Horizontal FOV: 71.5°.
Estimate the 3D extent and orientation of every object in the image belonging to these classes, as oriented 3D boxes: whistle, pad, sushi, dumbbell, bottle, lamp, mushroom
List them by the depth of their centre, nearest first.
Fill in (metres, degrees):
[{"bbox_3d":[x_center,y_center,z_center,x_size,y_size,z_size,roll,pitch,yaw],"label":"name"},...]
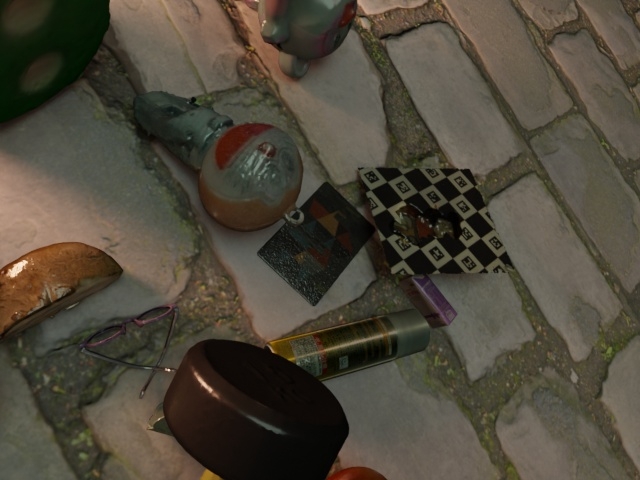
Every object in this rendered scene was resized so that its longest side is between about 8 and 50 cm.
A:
[{"bbox_3d":[-0.124,0.295,0.500,0.203,0.204,0.323,27,91,-14],"label":"dumbbell"},{"bbox_3d":[-0.380,0.065,0.599,0.209,0.072,0.094,-32,79,-28],"label":"mushroom"},{"bbox_3d":[-0.159,-0.145,0.717,0.347,0.189,0.189,39,62,4],"label":"whistle"},{"bbox_3d":[0.050,0.179,0.745,0.286,0.082,0.082,-8,77,-25],"label":"bottle"},{"bbox_3d":[-0.060,-0.475,0.808,0.247,0.301,0.247,23,80,27],"label":"lamp"},{"bbox_3d":[0.000,0.000,0.824,0.143,0.003,0.211,43,62,-6],"label":"pad"},{"bbox_3d":[0.225,-0.034,0.910,0.289,0.050,0.264,-2,60,-22],"label":"sushi"}]

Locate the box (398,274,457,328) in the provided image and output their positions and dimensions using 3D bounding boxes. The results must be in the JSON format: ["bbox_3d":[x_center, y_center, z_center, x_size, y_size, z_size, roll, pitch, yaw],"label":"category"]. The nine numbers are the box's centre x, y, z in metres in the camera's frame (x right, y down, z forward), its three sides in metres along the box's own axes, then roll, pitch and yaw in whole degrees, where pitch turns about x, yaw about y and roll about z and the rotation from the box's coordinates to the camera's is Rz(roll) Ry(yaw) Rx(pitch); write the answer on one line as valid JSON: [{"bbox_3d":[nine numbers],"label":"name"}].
[{"bbox_3d":[0.206,0.111,0.853,0.036,0.050,0.117,-39,93,-30],"label":"box"}]

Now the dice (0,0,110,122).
[{"bbox_3d":[-0.474,-0.348,0.561,0.297,0.300,0.287,45,60,-5],"label":"dice"}]

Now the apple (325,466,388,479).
[{"bbox_3d":[0.057,0.418,0.625,0.199,0.199,0.199,7,71,-22],"label":"apple"}]

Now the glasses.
[{"bbox_3d":[-0.258,0.163,0.647,0.139,0.062,0.104,-25,107,-28],"label":"glasses"}]

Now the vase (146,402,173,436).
[{"bbox_3d":[-0.160,0.270,0.630,0.148,0.081,0.081,39,63,-11],"label":"vase"}]
